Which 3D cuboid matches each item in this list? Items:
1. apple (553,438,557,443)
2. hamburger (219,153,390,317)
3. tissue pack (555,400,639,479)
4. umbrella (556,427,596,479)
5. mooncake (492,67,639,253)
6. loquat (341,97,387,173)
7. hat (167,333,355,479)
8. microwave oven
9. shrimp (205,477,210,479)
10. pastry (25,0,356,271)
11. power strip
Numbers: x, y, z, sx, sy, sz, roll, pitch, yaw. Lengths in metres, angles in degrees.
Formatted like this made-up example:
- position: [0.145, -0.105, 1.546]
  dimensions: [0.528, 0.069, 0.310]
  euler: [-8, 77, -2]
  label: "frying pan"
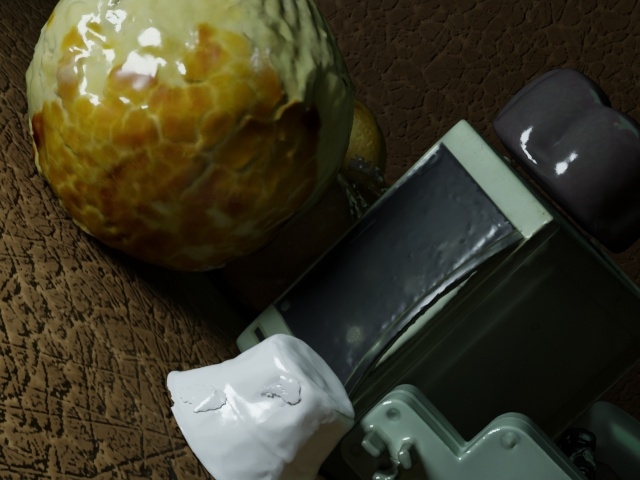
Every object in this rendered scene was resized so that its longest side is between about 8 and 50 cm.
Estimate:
- position: [0.229, 0.220, 2.183]
  dimensions: [0.309, 0.314, 0.252]
  euler: [40, 52, -7]
  label: "apple"
- position: [0.002, 0.000, 1.888]
  dimensions: [0.245, 0.260, 0.211]
  euler: [19, -6, 30]
  label: "hamburger"
- position: [0.488, 0.427, 2.229]
  dimensions: [0.333, 0.229, 0.236]
  euler: [47, 8, 11]
  label: "tissue pack"
- position: [0.330, 0.361, 1.984]
  dimensions: [0.106, 0.113, 0.357]
  euler: [38, 29, 1]
  label: "umbrella"
- position: [0.319, -0.098, 1.693]
  dimensions: [0.245, 0.133, 0.245]
  euler: [47, 3, -3]
  label: "mooncake"
- position: [-0.021, -0.128, 2.384]
  dimensions: [0.275, 0.275, 0.275]
  euler: [43, 10, -10]
  label: "loquat"
- position: [-0.044, 0.175, 1.408]
  dimensions: [0.203, 0.126, 0.203]
  euler: [47, 10, -10]
  label: "hat"
- position: [0.151, 0.106, 1.688]
  dimensions: [0.333, 0.394, 0.247]
  euler: [37, 13, -38]
  label: "microwave oven"
- position: [0.019, 0.345, 1.187]
  dimensions: [0.365, 0.071, 0.233]
  euler: [47, 1, 11]
  label: "shrimp"
- position: [-0.151, -0.137, 1.603]
  dimensions: [0.388, 0.388, 0.312]
  euler: [35, 43, -45]
  label: "pastry"
- position: [0.136, 0.274, 1.429]
  dimensions: [0.261, 0.229, 0.141]
  euler: [47, 11, 6]
  label: "power strip"
